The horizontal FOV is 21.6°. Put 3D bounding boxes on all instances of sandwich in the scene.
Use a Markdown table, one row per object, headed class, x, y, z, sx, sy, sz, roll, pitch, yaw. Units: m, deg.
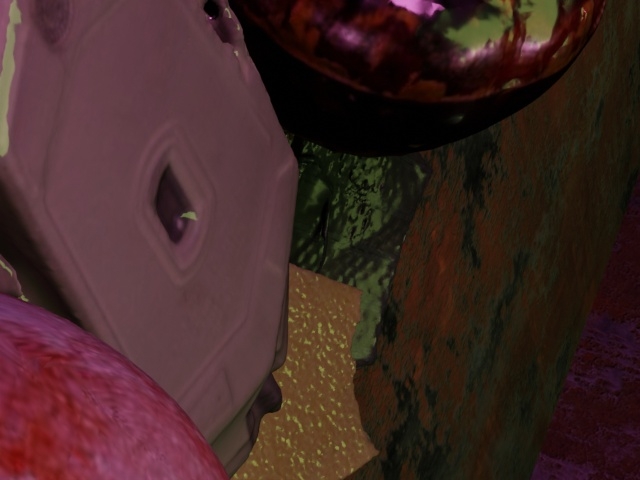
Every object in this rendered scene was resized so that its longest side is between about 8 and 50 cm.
| class | x | y | z | sx | sy | sz | roll | pitch | yaw |
| --- | --- | --- | --- | --- | --- | --- | --- | --- | --- |
| sandwich | -0.054 | 0.062 | 1.099 | 0.212 | 0.063 | 0.245 | -28 | 108 | -47 |

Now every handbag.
| class | x | y | z | sx | sy | sz | roll | pitch | yaw |
| --- | --- | --- | --- | --- | --- | --- | --- | --- | --- |
| handbag | 0.000 | 0.000 | 1.367 | 0.175 | 0.088 | 0.270 | 20 | 86 | -63 |

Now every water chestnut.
| class | x | y | z | sx | sy | sz | roll | pitch | yaw |
| --- | --- | --- | --- | --- | --- | --- | --- | --- | --- |
| water chestnut | 0.054 | -0.205 | 1.027 | 0.300 | 0.300 | 0.300 | 16 | 90 | -71 |

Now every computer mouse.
| class | x | y | z | sx | sy | sz | roll | pitch | yaw |
| --- | --- | --- | --- | --- | --- | --- | --- | --- | --- |
| computer mouse | -0.127 | -0.016 | 0.859 | 0.429 | 0.145 | 0.228 | 65 | 37 | -51 |

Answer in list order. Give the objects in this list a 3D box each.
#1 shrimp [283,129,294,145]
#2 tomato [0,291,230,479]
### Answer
| class | x | y | z | sx | sy | sz | roll | pitch | yaw |
| --- | --- | --- | --- | --- | --- | --- | --- | --- | --- |
| shrimp | -0.026 | -0.137 | 1.188 | 0.073 | 0.074 | 0.190 | 32 | 61 | -38 |
| tomato | -0.176 | 0.164 | 0.643 | 0.317 | 0.316 | 0.283 | -60 | 147 | -35 |
